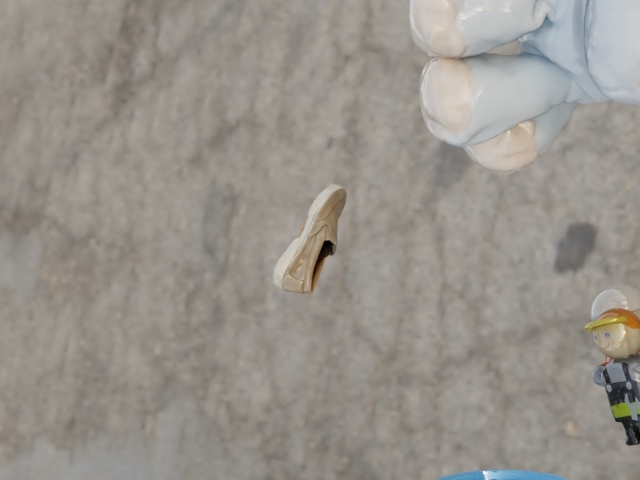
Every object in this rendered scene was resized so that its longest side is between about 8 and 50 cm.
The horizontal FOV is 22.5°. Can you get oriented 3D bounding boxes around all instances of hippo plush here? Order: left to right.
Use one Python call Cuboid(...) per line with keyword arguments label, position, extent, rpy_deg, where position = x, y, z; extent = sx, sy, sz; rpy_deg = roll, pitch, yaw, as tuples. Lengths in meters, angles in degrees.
Cuboid(label="hippo plush", position=(0.233, -0.139, 1.275), extent=(0.236, 0.294, 0.234), rpy_deg=(28, 100, 46))

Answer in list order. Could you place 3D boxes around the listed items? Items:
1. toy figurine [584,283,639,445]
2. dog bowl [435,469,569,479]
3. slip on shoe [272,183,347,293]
Cuboid(label="toy figurine", position=(0.364, 0.096, 1.562), extent=(0.209, 0.213, 0.148), rpy_deg=(-14, -93, -75))
Cuboid(label="dog bowl", position=(0.188, 0.315, 1.692), extent=(0.297, 0.166, 0.074), rpy_deg=(-37, -54, -79))
Cuboid(label="slip on shoe", position=(0.000, 0.000, 1.630), extent=(0.135, 0.041, 0.051), rpy_deg=(-56, -26, -36))
